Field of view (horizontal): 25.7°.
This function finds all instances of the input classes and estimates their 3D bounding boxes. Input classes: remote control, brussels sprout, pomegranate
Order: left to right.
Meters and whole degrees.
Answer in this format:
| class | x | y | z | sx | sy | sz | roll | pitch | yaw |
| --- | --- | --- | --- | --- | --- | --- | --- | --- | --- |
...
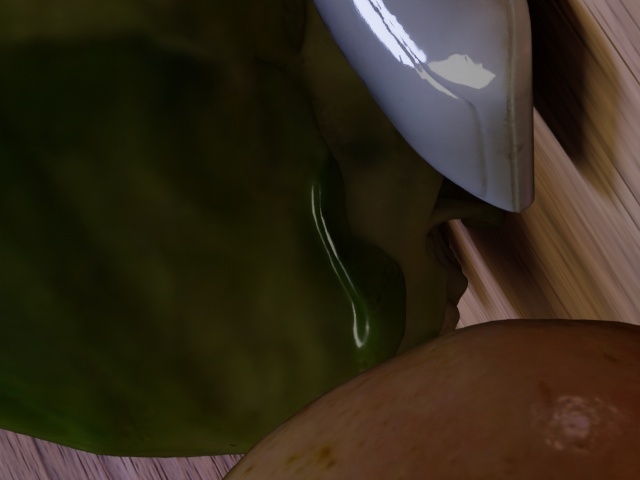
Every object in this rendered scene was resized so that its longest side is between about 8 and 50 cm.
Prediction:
| class | x | y | z | sx | sy | sz | roll | pitch | yaw |
| --- | --- | --- | --- | --- | --- | --- | --- | --- | --- |
| brussels sprout | -0.100 | -0.053 | 0.713 | 0.371 | 0.315 | 0.276 | 51 | -174 | -14 |
| remote control | -0.010 | -0.148 | 0.502 | 0.313 | 0.055 | 0.109 | 61 | 177 | 24 |
| pomegranate | 0.057 | 0.141 | 0.395 | 0.270 | 0.229 | 0.252 | -113 | -2 | -52 |
